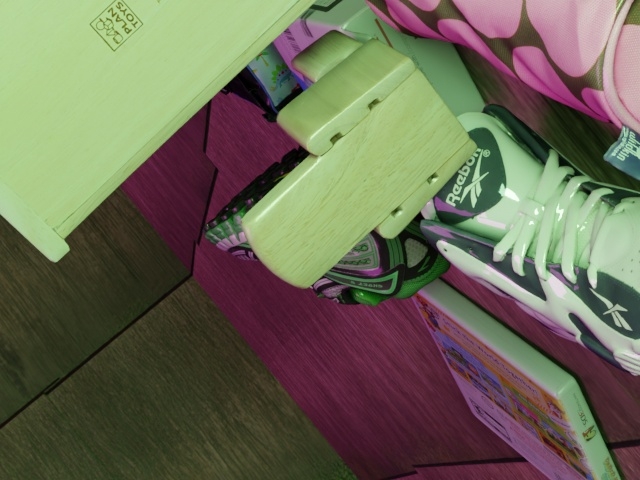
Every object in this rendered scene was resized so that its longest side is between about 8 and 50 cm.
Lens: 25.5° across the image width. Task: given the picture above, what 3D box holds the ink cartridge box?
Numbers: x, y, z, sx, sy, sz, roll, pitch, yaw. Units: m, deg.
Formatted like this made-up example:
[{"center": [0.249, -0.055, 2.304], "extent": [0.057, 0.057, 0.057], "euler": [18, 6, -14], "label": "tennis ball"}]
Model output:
[{"center": [0.038, -0.115, 0.908], "extent": [0.104, 0.060, 0.180], "euler": [57, 167, -25], "label": "ink cartridge box"}]

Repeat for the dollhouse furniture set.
[{"center": [-0.124, -0.122, 0.791], "extent": [0.286, 0.198, 0.303], "euler": [48, 177, -31], "label": "dollhouse furniture set"}]

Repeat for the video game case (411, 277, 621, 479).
[{"center": [0.176, 0.140, 1.256], "extent": [0.227, 0.026, 0.206], "euler": [39, 163, 50], "label": "video game case"}]

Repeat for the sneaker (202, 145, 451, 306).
[{"center": [0.000, 0.000, 1.230], "extent": [0.146, 0.134, 0.343], "euler": [53, 168, -11], "label": "sneaker"}]

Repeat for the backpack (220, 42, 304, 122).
[{"center": [-0.053, -0.163, 1.052], "extent": [0.105, 0.084, 0.114], "euler": [35, 165, 53], "label": "backpack"}]

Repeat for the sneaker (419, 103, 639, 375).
[{"center": [0.120, -0.009, 0.760], "extent": [0.153, 0.094, 0.235], "euler": [31, -179, -7], "label": "sneaker"}]

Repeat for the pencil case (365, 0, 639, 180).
[{"center": [0.099, -0.107, 0.640], "extent": [0.098, 0.095, 0.209], "euler": [37, -178, -39], "label": "pencil case"}]
